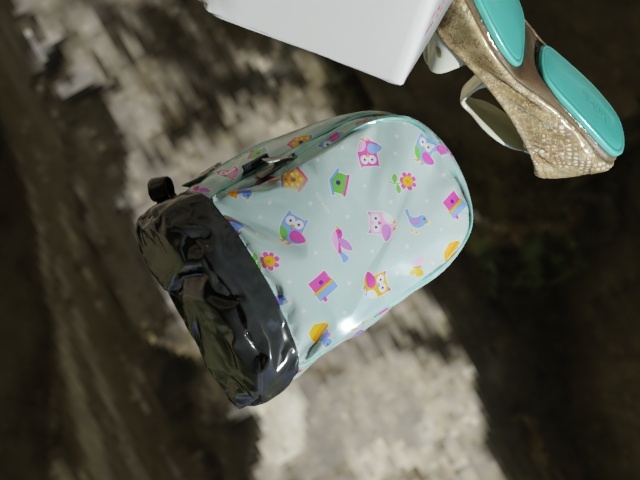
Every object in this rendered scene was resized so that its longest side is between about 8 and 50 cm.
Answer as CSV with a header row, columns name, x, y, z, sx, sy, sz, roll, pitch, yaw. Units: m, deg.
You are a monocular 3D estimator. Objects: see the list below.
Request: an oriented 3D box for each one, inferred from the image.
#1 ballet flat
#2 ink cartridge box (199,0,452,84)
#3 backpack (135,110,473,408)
name,x,y,z,sx,sy,sz,roll,pitch,yaw
ballet flat,0.101,-0.104,1.098,0.067,0.206,0.073,-23,-145,30
ink cartridge box,0.038,-0.187,0.739,0.154,0.093,0.212,-58,170,-66
backpack,0.000,0.000,1.126,0.182,0.152,0.115,-32,-165,-24
